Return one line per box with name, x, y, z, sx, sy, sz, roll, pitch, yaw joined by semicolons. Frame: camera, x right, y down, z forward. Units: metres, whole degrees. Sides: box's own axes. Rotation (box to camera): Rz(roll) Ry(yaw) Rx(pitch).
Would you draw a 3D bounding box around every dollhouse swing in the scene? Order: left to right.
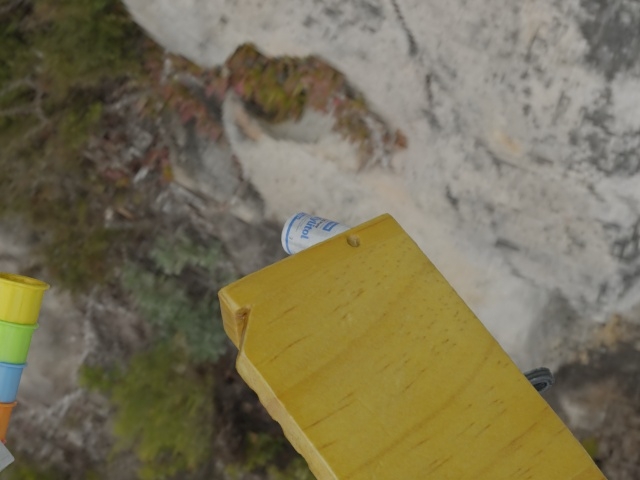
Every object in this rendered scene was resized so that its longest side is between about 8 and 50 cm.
dollhouse swing;0.060;0.212;1.314;0.347;0.315;0.305;52;142;19

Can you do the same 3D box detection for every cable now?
cable;0.246;0.269;2.174;0.287;0.072;0.139;-34;140;3

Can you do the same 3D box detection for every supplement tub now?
supplement tub;0.000;0.000;2.001;0.107;0.071;0.071;16;143;35

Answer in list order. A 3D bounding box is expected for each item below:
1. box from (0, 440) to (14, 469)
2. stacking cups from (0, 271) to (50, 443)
box;-0.545;0.290;1.856;0.091;0.130;0.170;-40;87;15
stacking cups;-0.491;0.211;1.997;0.096;0.316;0.096;12;-176;-1
